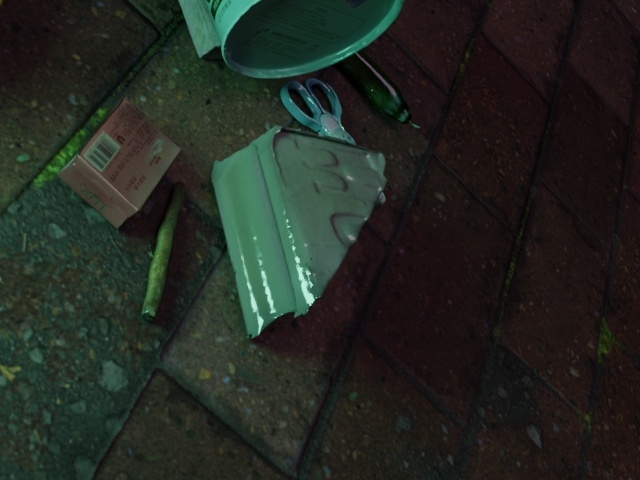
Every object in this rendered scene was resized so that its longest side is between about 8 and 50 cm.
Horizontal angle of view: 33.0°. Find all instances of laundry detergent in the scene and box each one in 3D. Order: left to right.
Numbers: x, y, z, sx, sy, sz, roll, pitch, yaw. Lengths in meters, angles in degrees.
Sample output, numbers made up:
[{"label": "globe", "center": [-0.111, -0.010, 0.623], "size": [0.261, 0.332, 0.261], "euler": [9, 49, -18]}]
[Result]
[{"label": "laundry detergent", "center": [-0.058, -0.446, 1.621], "size": [0.287, 0.287, 0.305], "euler": [-1, 65, -47]}]

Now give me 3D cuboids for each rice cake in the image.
[{"label": "rice cake", "center": [-0.194, -0.420, 1.731], "size": [0.106, 0.050, 0.298], "euler": [-4, 66, -47]}]

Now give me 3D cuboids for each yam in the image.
[{"label": "yam", "center": [-0.207, 0.008, 1.425], "size": [0.027, 0.029, 0.234], "euler": [59, 26, -42]}]

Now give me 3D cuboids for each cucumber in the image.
[{"label": "cucumber", "center": [0.089, -0.289, 1.930], "size": [0.250, 0.056, 0.056], "euler": [47, 39, -7]}]

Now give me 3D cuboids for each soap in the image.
[{"label": "soap", "center": [0.000, 0.000, 1.547], "size": [0.258, 0.159, 0.302], "euler": [12, 56, -44]}]

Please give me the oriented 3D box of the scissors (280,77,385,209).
[{"label": "scissors", "center": [0.031, -0.161, 1.790], "size": [0.125, 0.030, 0.256], "euler": [-21, 76, -52]}]

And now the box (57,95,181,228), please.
[{"label": "box", "center": [-0.261, -0.103, 1.421], "size": [0.111, 0.060, 0.156], "euler": [43, 42, -14]}]

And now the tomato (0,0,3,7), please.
[{"label": "tomato", "center": [-0.532, -0.342, 1.247], "size": [0.338, 0.143, 0.338], "euler": [25, 51, -35]}]
